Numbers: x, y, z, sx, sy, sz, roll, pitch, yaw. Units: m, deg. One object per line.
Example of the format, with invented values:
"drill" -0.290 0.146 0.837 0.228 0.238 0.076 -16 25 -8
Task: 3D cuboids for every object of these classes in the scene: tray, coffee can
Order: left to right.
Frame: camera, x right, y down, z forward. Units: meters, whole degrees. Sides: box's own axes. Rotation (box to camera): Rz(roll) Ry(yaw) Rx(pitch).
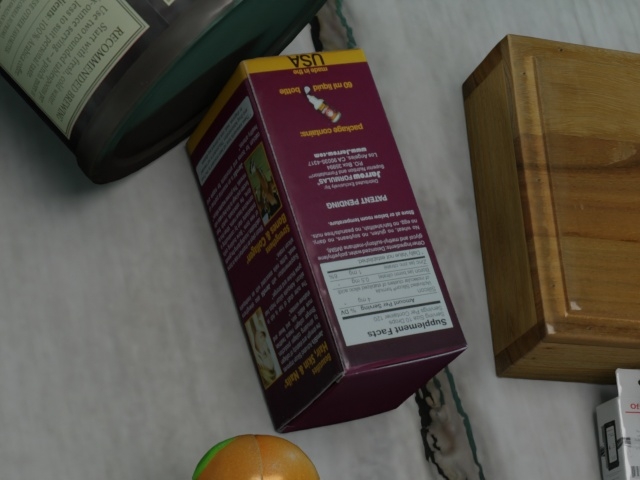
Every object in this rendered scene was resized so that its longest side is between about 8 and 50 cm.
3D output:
"coffee can" -0.141 -0.199 0.953 0.275 0.201 0.201 47 57 4
"tray" 0.302 -0.006 1.123 0.411 0.076 0.203 5 64 -20

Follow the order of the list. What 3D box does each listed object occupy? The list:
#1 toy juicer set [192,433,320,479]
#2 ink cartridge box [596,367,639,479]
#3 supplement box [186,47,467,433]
"toy juicer set" 0.006 0.239 0.878 0.329 0.089 0.209 52 45 -23
"ink cartridge box" 0.194 0.121 1.037 0.048 0.028 0.083 5 70 -21
"supplement box" 0.000 0.000 0.974 0.080 0.104 0.188 -9 70 -27
